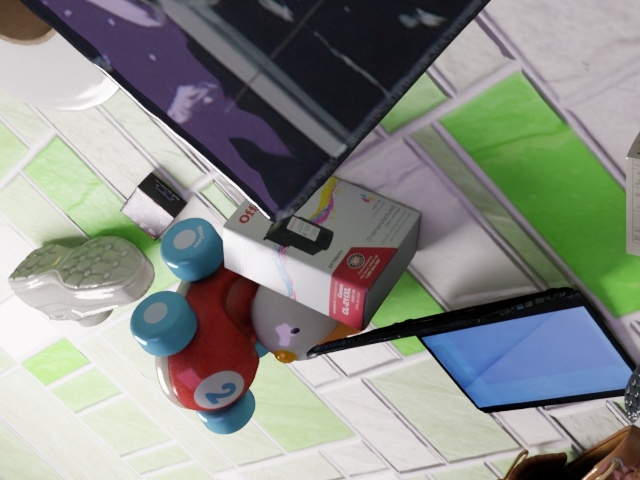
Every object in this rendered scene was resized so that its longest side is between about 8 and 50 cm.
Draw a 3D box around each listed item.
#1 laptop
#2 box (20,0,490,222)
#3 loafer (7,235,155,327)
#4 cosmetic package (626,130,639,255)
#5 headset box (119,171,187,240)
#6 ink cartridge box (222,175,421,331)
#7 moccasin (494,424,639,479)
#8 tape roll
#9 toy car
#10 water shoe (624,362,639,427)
[{"bbox_3d":[0.167,0.136,1.161,0.234,0.264,0.136,-18,85,44],"label":"laptop"},{"bbox_3d":[-0.024,-0.356,0.492,0.472,0.297,0.480,40,106,-7],"label":"box"},{"bbox_3d":[-0.322,0.064,1.557,0.319,0.112,0.111,-1,135,51],"label":"loafer"},{"bbox_3d":[0.300,-0.036,0.966,0.060,0.041,0.115,15,139,27],"label":"cosmetic package"},{"bbox_3d":[-0.210,-0.044,1.398,0.062,0.032,0.083,40,143,-5],"label":"headset box"},{"bbox_3d":[0.000,0.000,1.186,0.175,0.127,0.072,24,143,18],"label":"ink cartridge box"},{"bbox_3d":[0.264,0.307,1.298,0.147,0.139,0.380,46,146,-2],"label":"moccasin"},{"bbox_3d":[-0.338,-0.313,1.176,0.392,0.072,0.392,24,142,20],"label":"tape roll"},{"bbox_3d":[-0.060,0.105,1.311,0.238,0.210,0.219,-1,141,25],"label":"toy car"},{"bbox_3d":[0.370,0.117,1.073,0.080,0.073,0.203,10,143,-11],"label":"water shoe"}]
